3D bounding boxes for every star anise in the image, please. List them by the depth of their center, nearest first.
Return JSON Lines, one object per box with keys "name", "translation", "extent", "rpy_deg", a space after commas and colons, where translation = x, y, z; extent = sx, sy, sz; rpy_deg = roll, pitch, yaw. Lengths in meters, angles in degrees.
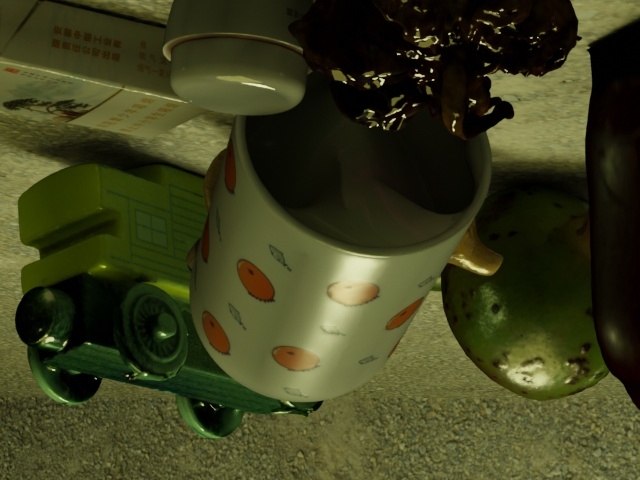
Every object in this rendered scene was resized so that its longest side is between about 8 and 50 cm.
{"name": "star anise", "translation": [0.094, -0.145, 1.329], "extent": [0.220, 0.126, 0.190], "rpy_deg": [3, 138, -26]}

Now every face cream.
{"name": "face cream", "translation": [-0.059, -0.155, 1.388], "extent": [0.117, 0.104, 0.117], "rpy_deg": [4, 167, 1]}

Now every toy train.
{"name": "toy train", "translation": [-0.158, 0.063, 2.047], "extent": [0.179, 0.272, 0.442], "rpy_deg": [-21, 154, 34]}

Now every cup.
{"name": "cup", "translation": [0.000, 0.000, 1.606], "extent": [0.212, 0.212, 0.317], "rpy_deg": [7, 148, -11]}

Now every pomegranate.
{"name": "pomegranate", "translation": [0.253, 0.051, 1.930], "extent": [0.231, 0.231, 0.286], "rpy_deg": [12, 166, -29]}

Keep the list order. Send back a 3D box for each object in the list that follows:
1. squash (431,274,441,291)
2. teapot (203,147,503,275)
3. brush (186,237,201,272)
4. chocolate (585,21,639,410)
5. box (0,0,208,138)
{"name": "squash", "translation": [0.179, 0.030, 2.254], "extent": [0.252, 0.066, 0.066], "rpy_deg": [0, 167, 17]}
{"name": "teapot", "translation": [0.035, -0.019, 1.835], "extent": [0.311, 0.167, 0.203], "rpy_deg": [9, 169, -11]}
{"name": "brush", "translation": [-0.073, 0.005, 1.903], "extent": [0.070, 0.065, 0.327], "rpy_deg": [38, -160, 6]}
{"name": "chocolate", "translation": [0.381, 0.015, 1.494], "extent": [0.384, 0.331, 0.383], "rpy_deg": [6, 167, 2]}
{"name": "box", "translation": [-0.220, -0.149, 1.572], "extent": [0.233, 0.067, 0.149], "rpy_deg": [10, 165, -26]}
